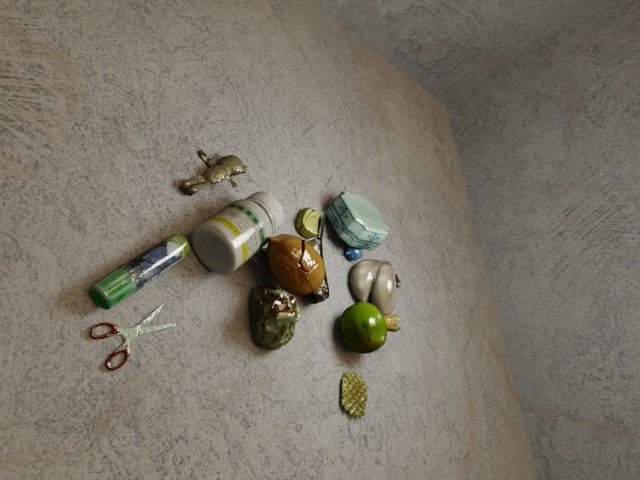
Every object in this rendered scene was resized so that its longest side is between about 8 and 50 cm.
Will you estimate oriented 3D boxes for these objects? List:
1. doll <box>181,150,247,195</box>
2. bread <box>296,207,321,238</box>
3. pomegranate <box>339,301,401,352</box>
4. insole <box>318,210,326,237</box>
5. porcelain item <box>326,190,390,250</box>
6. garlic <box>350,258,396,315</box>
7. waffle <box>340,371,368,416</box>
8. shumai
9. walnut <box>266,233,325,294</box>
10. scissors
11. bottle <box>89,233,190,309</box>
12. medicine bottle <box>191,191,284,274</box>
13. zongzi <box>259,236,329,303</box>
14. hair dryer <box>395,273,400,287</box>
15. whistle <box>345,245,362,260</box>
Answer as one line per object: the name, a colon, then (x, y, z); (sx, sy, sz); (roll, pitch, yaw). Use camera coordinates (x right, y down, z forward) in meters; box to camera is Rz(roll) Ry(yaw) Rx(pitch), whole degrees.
doll: (-0.414, -0.255, 1.686); (0.202, 0.091, 0.286); (14, 42, -4)
bread: (-0.052, -0.085, 2.000); (0.117, 0.064, 0.156); (47, 42, -26)
pomegranate: (0.231, 0.389, 1.919); (0.301, 0.236, 0.236); (-5, 73, -19)
insole: (0.000, 0.000, 2.001); (0.110, 0.012, 0.310); (84, 13, -59)
porcelain item: (0.186, -0.095, 2.139); (0.285, 0.157, 0.281); (11, 42, -44)
garlic: (0.258, 0.254, 2.107); (0.231, 0.246, 0.340); (3, 81, 1)
waffle: (0.150, 0.672, 1.853); (0.169, 0.036, 0.184); (33, 50, -34)
shumai: (-0.153, 0.274, 1.600); (0.189, 0.218, 0.256); (-2, 71, -34)
walnut: (-0.103, 0.088, 1.633); (0.298, 0.203, 0.203); (46, 43, -30)
scissors: (-0.566, 0.280, 1.309); (0.247, 0.017, 0.144); (-28, 92, -51)
bottle: (-0.563, 0.091, 1.347); (0.093, 0.093, 0.330); (57, 41, -9)
medicine bottle: (-0.298, -0.043, 1.606); (0.208, 0.208, 0.340); (56, 41, -10)
zongzi: (-0.113, 0.138, 1.791); (0.300, 0.138, 0.286); (-4, 81, -33)
hair dryer: (0.409, 0.221, 2.367); (0.083, 0.031, 0.079); (14, 50, -33)
whistle: (0.181, 0.059, 2.159); (0.158, 0.090, 0.090); (-6, 75, -47)
